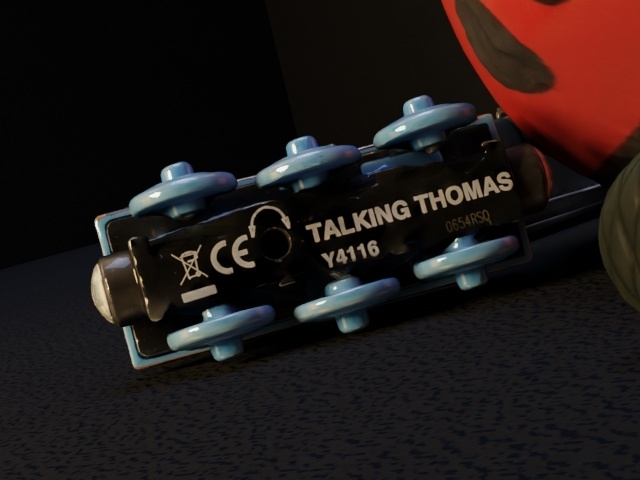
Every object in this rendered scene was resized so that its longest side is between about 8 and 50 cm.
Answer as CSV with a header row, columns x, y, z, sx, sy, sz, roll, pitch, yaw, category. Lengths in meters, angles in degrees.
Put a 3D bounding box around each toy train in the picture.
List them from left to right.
x,y,z,sx,sy,sz,roll,pitch,yaw,category
0.000,0.000,0.648,0.184,0.080,0.105,-16,-6,-6,toy train

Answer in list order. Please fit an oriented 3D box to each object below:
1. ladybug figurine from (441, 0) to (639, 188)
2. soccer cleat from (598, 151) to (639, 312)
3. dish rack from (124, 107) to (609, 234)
x,y,z,sx,sy,sz,roll,pitch,yaw,category
0.169,-0.119,0.595,0.305,0.162,0.449,20,-13,0,ladybug figurine
0.101,0.001,0.340,0.072,0.060,0.179,-16,7,-23,soccer cleat
0.021,-0.020,0.937,0.271,0.074,0.208,-13,2,42,dish rack
